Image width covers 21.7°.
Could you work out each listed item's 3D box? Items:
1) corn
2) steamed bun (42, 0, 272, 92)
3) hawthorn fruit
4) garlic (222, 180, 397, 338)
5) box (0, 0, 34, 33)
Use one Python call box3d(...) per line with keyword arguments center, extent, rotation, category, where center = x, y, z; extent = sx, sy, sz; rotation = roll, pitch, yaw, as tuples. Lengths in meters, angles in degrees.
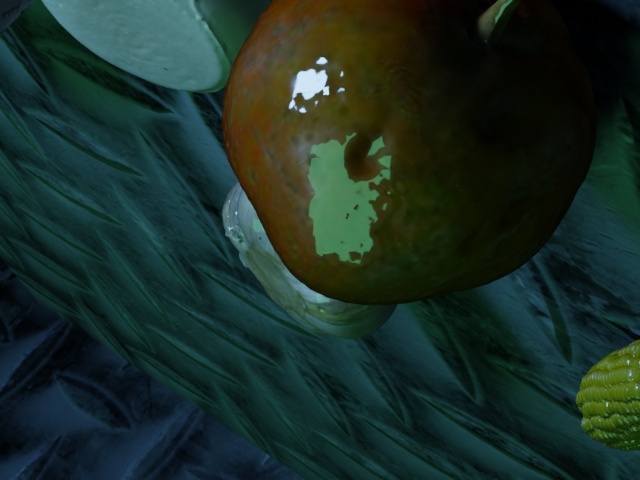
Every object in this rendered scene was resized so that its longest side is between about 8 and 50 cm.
box3d(center=(0.309, 0.138, 1.542), extent=(0.101, 0.101, 0.310), rotation=(41, 166, 3), category="corn")
box3d(center=(-0.138, -0.247, 1.508), extent=(0.231, 0.145, 0.232), rotation=(24, 159, 10), category="steamed bun")
box3d(center=(0.078, -0.097, 1.214), extent=(0.277, 0.277, 0.298), rotation=(43, 144, -3), category="hawthorn fruit")
box3d(center=(0.001, 0.002, 1.814), extent=(0.228, 0.152, 0.228), rotation=(46, 167, 14), category="garlic")
box3d(center=(-0.491, -0.367, 1.946), extent=(0.225, 0.190, 0.297), rotation=(18, 152, 51), category="box")
